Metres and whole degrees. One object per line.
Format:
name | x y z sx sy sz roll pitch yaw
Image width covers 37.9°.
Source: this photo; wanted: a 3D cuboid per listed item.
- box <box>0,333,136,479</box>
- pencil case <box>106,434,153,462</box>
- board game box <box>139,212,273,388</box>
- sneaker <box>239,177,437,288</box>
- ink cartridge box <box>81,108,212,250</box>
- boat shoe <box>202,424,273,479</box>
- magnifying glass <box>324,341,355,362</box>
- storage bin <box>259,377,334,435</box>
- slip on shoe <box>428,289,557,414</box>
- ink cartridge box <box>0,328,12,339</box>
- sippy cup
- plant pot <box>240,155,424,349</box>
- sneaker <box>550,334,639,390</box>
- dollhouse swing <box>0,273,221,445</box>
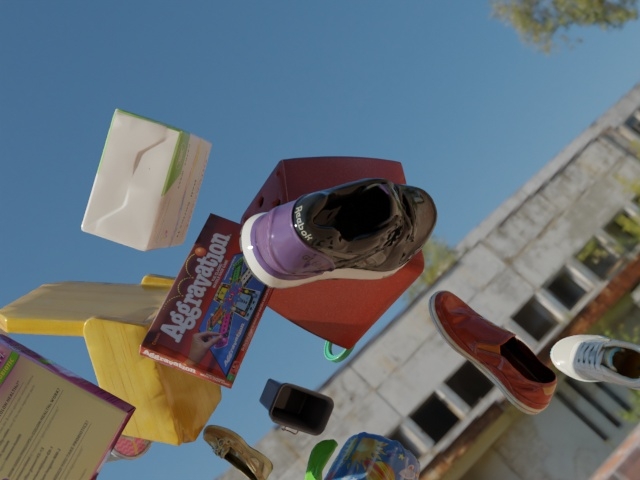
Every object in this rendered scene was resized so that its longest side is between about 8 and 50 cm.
box | -0.435 0.287 1.373 0.214 0.243 0.117 -62 2 -7
pencil case | -0.433 0.364 1.760 0.273 0.114 0.124 -16 -36 41
board game box | -0.154 0.084 1.429 0.027 0.145 0.281 107 -176 -49
sneaker | 0.058 -0.017 1.000 0.283 0.107 0.124 -16 -9 -46
ink cartridge box | -0.285 -0.100 1.626 0.353 0.119 0.207 -41 -32 -86
boat shoe | -0.163 0.408 1.771 0.056 0.153 0.048 -55 -1 42
magnifying glass | 0.084 0.185 2.189 0.026 0.092 0.231 34 -87 -31
storage bin | -0.058 0.337 1.898 0.135 0.091 0.098 24 -93 -29
slip on shoe | 0.365 0.217 1.960 0.123 0.331 0.101 -25 -27 -44
ink cartridge box | -0.698 0.313 1.764 0.201 0.117 0.278 -46 3 43
sippy cup | 0.095 0.527 1.912 0.305 0.240 0.224 86 -155 -53
plant pot | 0.000 0.000 1.685 0.235 0.267 0.267 16 -46 -26
sneaker | 0.488 0.200 1.587 0.092 0.228 0.087 29 -106 -40
dollhouse swing | -0.395 0.226 1.785 0.304 0.315 0.347 -13 10 9
